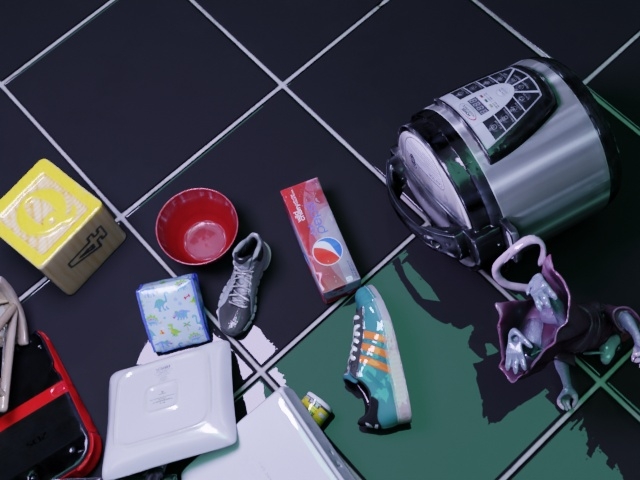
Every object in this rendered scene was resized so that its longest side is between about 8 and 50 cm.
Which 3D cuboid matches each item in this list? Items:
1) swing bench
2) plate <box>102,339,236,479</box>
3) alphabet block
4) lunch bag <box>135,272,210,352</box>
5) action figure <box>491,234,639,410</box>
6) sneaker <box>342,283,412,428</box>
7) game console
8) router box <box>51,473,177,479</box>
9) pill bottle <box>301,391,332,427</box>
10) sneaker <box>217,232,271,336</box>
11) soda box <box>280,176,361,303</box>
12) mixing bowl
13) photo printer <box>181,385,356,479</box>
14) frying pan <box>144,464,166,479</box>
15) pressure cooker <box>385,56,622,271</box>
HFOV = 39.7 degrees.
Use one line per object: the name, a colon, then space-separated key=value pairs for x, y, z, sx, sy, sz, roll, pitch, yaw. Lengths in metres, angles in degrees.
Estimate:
swing bench: x=-0.770 y=0.231 z=1.850 sx=0.254 sy=0.165 sz=0.254 roll=-11 pitch=43 yaw=12
plate: x=-0.311 y=0.326 z=1.787 sx=0.278 sy=0.045 sz=0.278 roll=-18 pitch=39 yaw=6
alphabet block: x=-0.576 y=-0.027 z=1.945 sx=0.192 sy=0.197 sz=0.193 roll=35 pitch=75 yaw=17
lunch bag: x=-0.314 y=0.158 z=1.909 sx=0.129 sy=0.096 sz=0.151 roll=-13 pitch=97 yaw=0
action figure: x=0.480 y=0.170 z=1.743 sx=0.248 sy=0.370 sz=0.275 roll=-41 pitch=59 yaw=34
sneaker: x=0.098 y=0.239 z=1.834 sx=0.121 sy=0.108 sz=0.302 roll=-11 pitch=69 yaw=-4
game console: x=-0.685 y=0.419 z=1.862 sx=0.387 sy=0.060 sz=0.342 roll=-31 pitch=64 yaw=-9
router box: x=-0.399 y=0.615 z=1.714 sx=0.243 sy=0.081 sz=0.308 roll=1 pitch=68 yaw=-9
pill bottle: x=-0.034 y=0.373 z=1.814 sx=0.065 sy=0.065 sz=0.116 roll=35 pitch=77 yaw=16
sneaker: x=-0.174 y=0.085 z=1.903 sx=0.086 sy=0.132 sz=0.228 roll=12 pitch=70 yaw=9
soda box: x=0.000 y=0.000 z=1.949 sx=0.092 sy=0.083 sz=0.263 roll=-21 pitch=68 yaw=-4
mixing bowl: x=-0.264 y=-0.016 z=1.968 sx=0.182 sy=0.098 sz=0.181 roll=-2 pitch=69 yaw=5
photo printer: x=-0.113 y=0.474 z=1.723 sx=0.307 sy=0.107 sz=0.256 roll=-40 pitch=68 yaw=10
frying pan: x=-0.293 y=0.418 z=1.766 sx=0.197 sy=0.053 sz=0.326 roll=-16 pitch=42 yaw=-10
pressure cooker: x=0.351 y=-0.136 z=1.825 sx=0.421 sy=0.370 sz=0.375 roll=-27 pitch=91 yaw=-5
